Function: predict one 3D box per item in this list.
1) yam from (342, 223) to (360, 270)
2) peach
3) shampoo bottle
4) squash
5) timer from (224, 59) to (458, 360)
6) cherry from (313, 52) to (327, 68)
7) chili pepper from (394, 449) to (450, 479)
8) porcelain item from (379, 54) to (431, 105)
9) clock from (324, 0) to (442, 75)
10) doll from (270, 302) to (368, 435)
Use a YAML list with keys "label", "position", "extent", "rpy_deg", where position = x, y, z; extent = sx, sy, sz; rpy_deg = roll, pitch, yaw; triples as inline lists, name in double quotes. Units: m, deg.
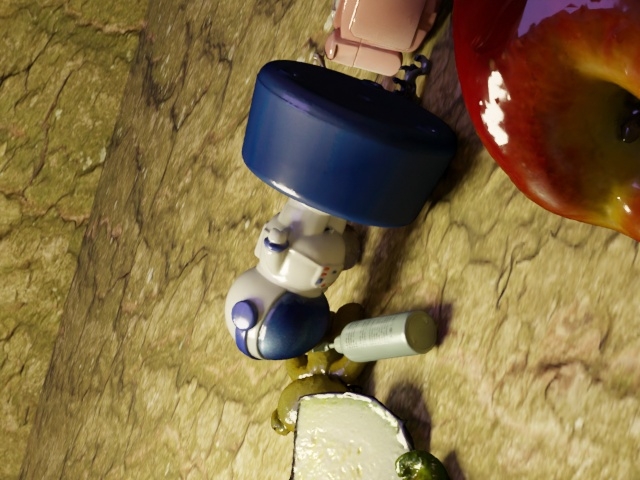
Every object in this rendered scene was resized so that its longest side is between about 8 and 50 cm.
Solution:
- label: "yam"
  position: [0.001, 0.002, 1.910]
  extent: [0.141, 0.079, 0.079]
  rpy_deg: [12, 86, 67]
- label: "peach"
  position: [0.266, -0.186, 1.033]
  extent: [0.335, 0.310, 0.406]
  rpy_deg: [139, 144, -59]
- label: "shampoo bottle"
  position: [0.065, 0.125, 1.670]
  extent: [0.195, 0.056, 0.056]
  rpy_deg: [-14, 62, 53]
- label: "squash"
  position: [0.056, 0.286, 1.626]
  extent: [0.184, 0.085, 0.192]
  rpy_deg: [-4, 74, 35]
- label: "timer"
  position: [-0.010, -0.015, 1.713]
  extent: [0.383, 0.270, 0.270]
  rpy_deg: [-69, 24, 17]
- label: "cherry"
  position: [0.011, -0.157, 1.916]
  extent: [0.115, 0.148, 0.188]
  rpy_deg: [-24, 77, 22]
- label: "chili pepper"
  position: [0.115, 0.324, 1.451]
  extent: [0.204, 0.073, 0.072]
  rpy_deg: [-86, 6, -52]
- label: "porcelain item"
  position: [0.102, -0.197, 1.812]
  extent: [0.021, 0.075, 0.136]
  rpy_deg: [9, 84, 69]
- label: "clock"
  position: [0.102, -0.388, 1.873]
  extent: [0.241, 0.142, 0.227]
  rpy_deg: [-83, 9, -45]
- label: "doll"
  position: [0.015, 0.182, 1.774]
  extent: [0.137, 0.097, 0.209]
  rpy_deg: [-5, 49, 32]
